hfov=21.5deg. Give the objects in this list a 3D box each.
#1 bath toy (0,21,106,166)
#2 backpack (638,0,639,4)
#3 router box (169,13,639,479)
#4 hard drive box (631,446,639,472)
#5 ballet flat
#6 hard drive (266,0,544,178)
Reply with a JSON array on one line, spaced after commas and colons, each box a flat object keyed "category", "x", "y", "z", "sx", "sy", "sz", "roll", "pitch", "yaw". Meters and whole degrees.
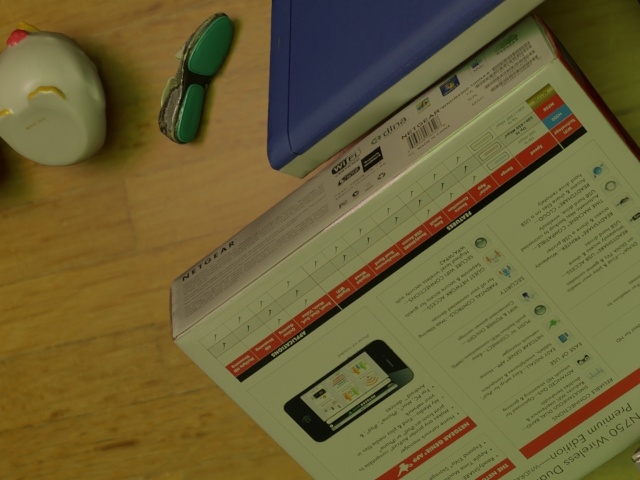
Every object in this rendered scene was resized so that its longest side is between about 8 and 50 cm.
[{"category": "bath toy", "x": -0.338, "y": -0.095, "z": 1.427, "sx": 0.348, "sy": 0.129, "sz": 0.151, "roll": -19, "pitch": 129, "yaw": 17}, {"category": "backpack", "x": 0.301, "y": -0.251, "z": 1.240, "sx": 0.182, "sy": 0.115, "sz": 0.152, "roll": -25, "pitch": 95, "yaw": 14}, {"category": "router box", "x": 0.111, "y": 0.055, "z": 1.231, "sx": 0.335, "sy": 0.082, "sz": 0.301, "roll": -36, "pitch": 117, "yaw": 13}, {"category": "hard drive box", "x": 0.349, "y": 0.129, "z": 1.193, "sx": 0.232, "sy": 0.181, "sz": 0.089, "roll": -30, "pitch": 82, "yaw": 15}, {"category": "ballet flat", "x": -0.109, "y": -0.138, "z": 1.400, "sx": 0.041, "sy": 0.041, "sz": 0.114, "roll": 21, "pitch": 95, "yaw": 15}, {"category": "hard drive", "x": 0.065, "y": -0.203, "z": 1.216, "sx": 0.318, "sy": 0.040, "sz": 0.210, "roll": -34, "pitch": 46, "yaw": 47}]
